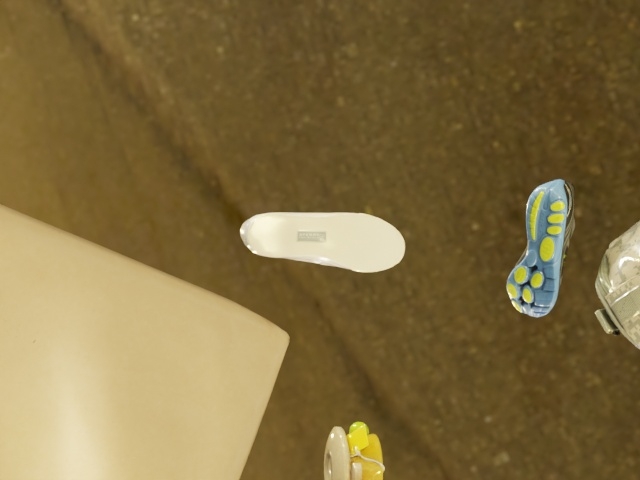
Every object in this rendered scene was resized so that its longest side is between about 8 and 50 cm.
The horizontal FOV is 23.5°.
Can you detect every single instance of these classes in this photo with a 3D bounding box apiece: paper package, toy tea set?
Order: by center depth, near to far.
[{"bbox_3d":[-0.230,0.139,1.022,0.309,0.325,0.168,-69,14,-12],"label":"paper package"},{"bbox_3d":[0.078,0.337,1.452,0.336,0.124,0.200,-102,17,-48],"label":"toy tea set"}]

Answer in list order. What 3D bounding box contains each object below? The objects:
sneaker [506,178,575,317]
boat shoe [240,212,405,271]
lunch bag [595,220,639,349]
[{"bbox_3d":[0.275,0.011,1.853,0.067,0.078,0.188,23,122,26],"label":"sneaker"},{"bbox_3d":[0.000,0.000,1.703,0.063,0.184,0.066,-159,69,-72],"label":"boat shoe"},{"bbox_3d":[0.483,0.023,1.765,0.305,0.256,0.212,-37,69,21],"label":"lunch bag"}]
